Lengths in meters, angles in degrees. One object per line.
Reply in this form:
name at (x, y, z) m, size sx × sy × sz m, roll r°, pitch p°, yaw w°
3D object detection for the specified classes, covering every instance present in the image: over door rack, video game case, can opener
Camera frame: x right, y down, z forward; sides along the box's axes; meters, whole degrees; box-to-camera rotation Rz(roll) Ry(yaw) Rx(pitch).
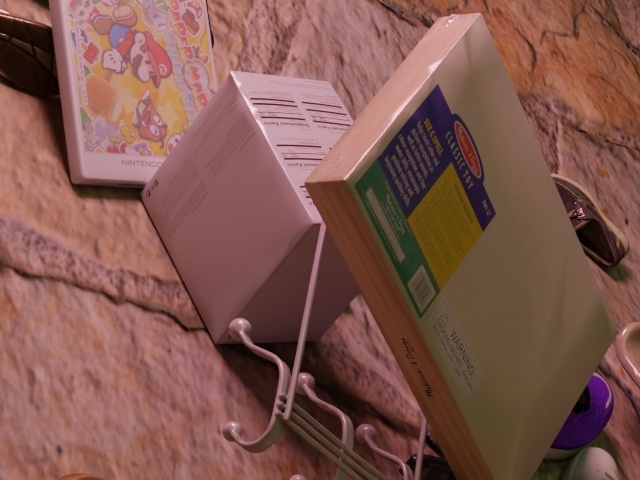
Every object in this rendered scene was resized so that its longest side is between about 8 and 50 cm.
over door rack at (0.032, 0.099, 1.734) m, size 0.239 × 0.108 × 0.324 m, roll 43°, pitch 58°, yaw -42°
video game case at (-0.193, -0.166, 1.956) m, size 0.206 × 0.026 × 0.227 m, roll 2°, pitch 75°, yaw -44°
can opener at (0.143, 0.276, 1.829) m, size 0.186 × 0.073 × 0.059 m, roll 30°, pitch 25°, yaw -33°

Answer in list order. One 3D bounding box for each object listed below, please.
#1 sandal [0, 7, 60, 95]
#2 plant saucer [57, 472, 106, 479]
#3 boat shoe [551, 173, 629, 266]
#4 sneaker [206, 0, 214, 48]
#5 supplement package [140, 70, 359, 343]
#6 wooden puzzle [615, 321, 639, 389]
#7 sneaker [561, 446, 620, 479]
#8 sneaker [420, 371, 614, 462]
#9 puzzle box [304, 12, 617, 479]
sandal at (-0.339, -0.214, 1.925) m, size 0.180 × 0.072 × 0.049 m, roll 21°, pitch 16°, yaw -20°
plant saucer at (-0.194, 0.232, 1.575) m, size 0.083 × 0.015 × 0.083 m, roll 26°, pitch 35°, yaw -21°
boat shoe at (0.345, -0.027, 2.396) m, size 0.152 × 0.056 × 0.049 m, roll 41°, pitch 27°, yaw 1°
sneaker at (-0.235, -0.282, 2.062) m, size 0.295 × 0.104 × 0.147 m, roll 19°, pitch 33°, yaw -37°
supplement package at (-0.047, -0.031, 1.873) m, size 0.149 × 0.194 × 0.203 m, roll 1°, pitch 49°, yaw -43°
wooden puzzle at (0.544, 0.229, 2.143) m, size 0.322 × 0.080 × 0.348 m, roll 5°, pitch 44°, yaw -42°
sneaker at (0.311, 0.286, 1.953) m, size 0.080 × 0.094 × 0.212 m, roll 32°, pitch 33°, yaw -10°
sneaker at (0.253, 0.165, 1.989) m, size 0.293 × 0.146 × 0.102 m, roll -4°, pitch 53°, yaw -47°
puzzle box at (0.149, 0.022, 1.753) m, size 0.272 × 0.052 × 0.409 m, roll -51°, pitch 126°, yaw -37°
